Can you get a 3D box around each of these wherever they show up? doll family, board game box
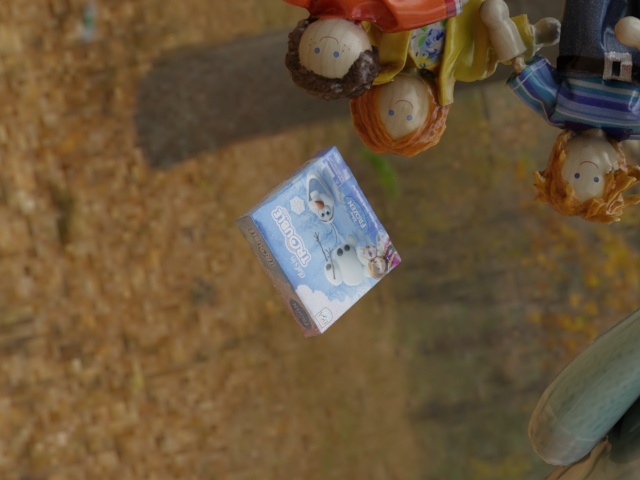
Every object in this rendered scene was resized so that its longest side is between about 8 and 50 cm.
[{"bbox_3d":[0.100,-0.096,0.811,0.118,0.263,0.163,-35,139,-82],"label":"doll family"},{"bbox_3d":[0.000,0.000,1.193,0.020,0.090,0.090,-15,-69,51],"label":"board game box"}]

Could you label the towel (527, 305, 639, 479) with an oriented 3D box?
[{"bbox_3d":[0.239,-0.060,0.393,0.320,0.374,0.090,-16,66,-49],"label":"towel"}]
